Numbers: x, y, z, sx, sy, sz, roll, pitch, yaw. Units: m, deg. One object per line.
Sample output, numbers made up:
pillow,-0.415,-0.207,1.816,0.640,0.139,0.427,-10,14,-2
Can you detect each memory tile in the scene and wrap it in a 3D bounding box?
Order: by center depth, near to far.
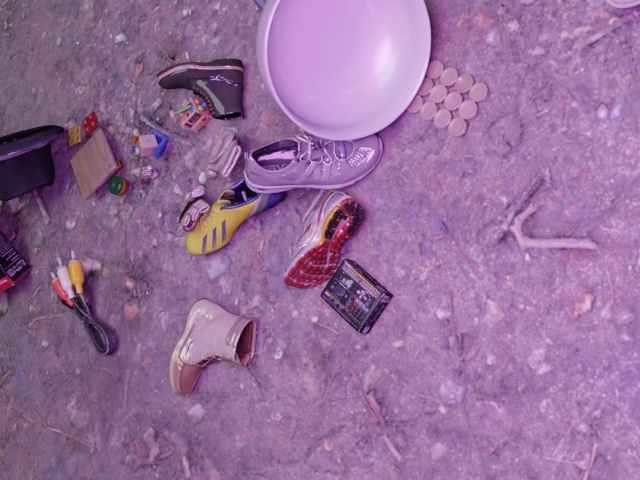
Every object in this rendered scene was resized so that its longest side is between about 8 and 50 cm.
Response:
memory tile,0.237,-0.267,1.540,0.148,0.012,0.113,37,103,36

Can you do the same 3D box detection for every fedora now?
fedora,-0.810,-0.195,2.171,0.333,0.334,0.153,-4,110,35

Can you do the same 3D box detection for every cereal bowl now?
cereal bowl,0.029,-0.366,1.532,0.339,0.338,0.141,-63,30,8

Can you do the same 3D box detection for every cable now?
cable,-0.597,0.173,2.022,0.139,0.072,0.287,-42,59,28

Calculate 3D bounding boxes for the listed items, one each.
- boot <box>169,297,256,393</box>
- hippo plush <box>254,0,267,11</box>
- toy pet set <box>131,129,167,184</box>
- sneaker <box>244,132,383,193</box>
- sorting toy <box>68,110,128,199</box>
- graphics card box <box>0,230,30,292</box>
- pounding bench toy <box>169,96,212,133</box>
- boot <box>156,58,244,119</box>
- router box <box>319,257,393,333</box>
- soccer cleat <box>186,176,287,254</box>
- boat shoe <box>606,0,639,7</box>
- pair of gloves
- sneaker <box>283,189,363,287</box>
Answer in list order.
boot,-0.226,0.244,1.736,0.165,0.077,0.213,18,88,35
hippo plush,-0.015,-0.542,1.661,0.236,0.294,0.234,-43,26,0
toy pet set,-0.409,-0.216,1.986,0.114,0.065,0.122,115,140,-52
sneaker,-0.015,-0.157,1.591,0.281,0.115,0.105,-14,70,1
sorting toy,-0.567,-0.197,2.090,0.132,0.046,0.275,-40,61,23
graphics card box,-0.980,-0.005,2.196,0.232,0.094,0.371,-27,108,30
pounding bench toy,-0.299,-0.295,1.892,0.065,0.083,0.052,-42,59,23
boot,-0.268,-0.329,1.850,0.197,0.077,0.137,-8,80,10
router box,0.068,0.105,1.572,0.122,0.038,0.092,42,106,34
soccer cleat,-0.201,-0.065,1.750,0.289,0.121,0.094,-34,63,26
boat shoe,0.581,-0.511,1.304,0.112,0.095,0.335,39,112,-2
pair of gloves,-0.248,-0.132,1.783,0.240,0.042,0.204,-57,19,12
sneaker,0.000,0.000,1.628,0.225,0.088,0.093,-54,35,15
